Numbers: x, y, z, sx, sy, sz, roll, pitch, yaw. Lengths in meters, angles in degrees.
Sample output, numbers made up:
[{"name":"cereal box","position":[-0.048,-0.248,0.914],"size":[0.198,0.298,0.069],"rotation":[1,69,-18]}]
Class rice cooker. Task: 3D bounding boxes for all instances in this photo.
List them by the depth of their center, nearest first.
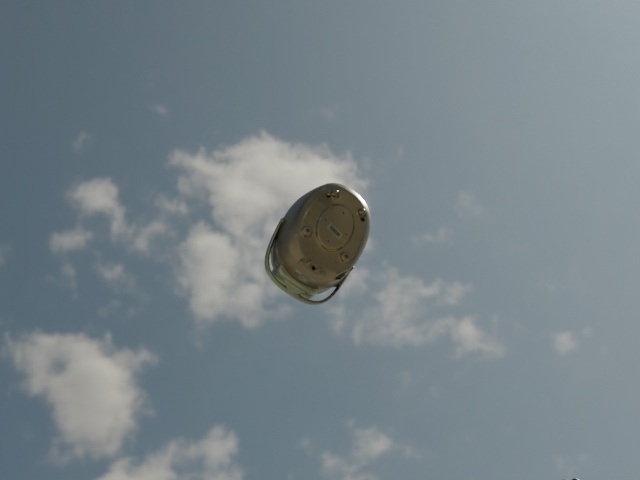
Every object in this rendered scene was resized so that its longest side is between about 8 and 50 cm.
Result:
[{"name":"rice cooker","position":[0.000,0.000,1.729],"size":[0.145,0.206,0.127],"rotation":[34,-32,-9]}]

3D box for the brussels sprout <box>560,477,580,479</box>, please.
[{"name":"brussels sprout","position":[0.468,0.548,1.940],"size":[0.244,0.244,0.244],"rotation":[-8,-42,-7]}]
